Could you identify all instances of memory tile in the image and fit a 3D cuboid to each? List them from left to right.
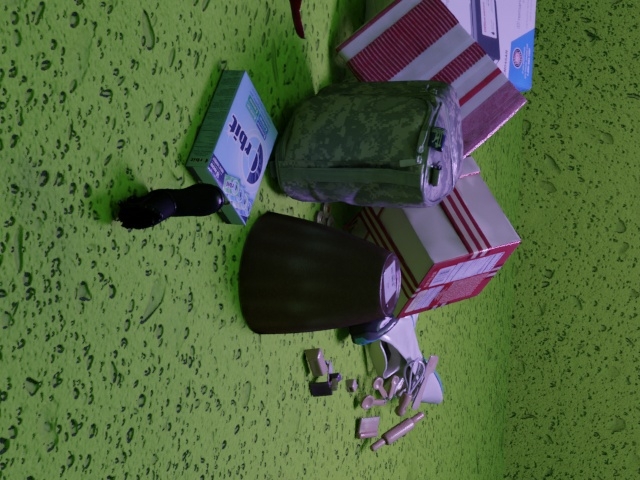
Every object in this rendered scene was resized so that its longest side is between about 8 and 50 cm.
[{"bbox_3d":[0.000,0.000,1.832,0.148,0.012,0.113,-61,147,-46],"label":"memory tile"}]

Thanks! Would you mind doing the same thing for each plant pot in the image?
[{"bbox_3d":[0.012,0.064,1.587,0.215,0.230,0.215,4,90,-68],"label":"plant pot"}]

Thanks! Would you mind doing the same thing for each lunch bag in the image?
[{"bbox_3d":[0.093,-0.157,1.647,0.256,0.305,0.212,-51,139,-56],"label":"lunch bag"}]

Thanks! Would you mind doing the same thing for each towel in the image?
[{"bbox_3d":[0.218,-0.321,1.840,0.237,0.329,0.037,-40,180,-10],"label":"towel"}]

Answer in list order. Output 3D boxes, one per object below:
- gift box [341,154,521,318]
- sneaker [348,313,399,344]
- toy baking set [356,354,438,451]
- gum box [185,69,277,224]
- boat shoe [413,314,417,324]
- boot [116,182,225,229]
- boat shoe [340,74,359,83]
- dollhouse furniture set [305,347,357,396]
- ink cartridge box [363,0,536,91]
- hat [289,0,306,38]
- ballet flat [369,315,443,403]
[{"bbox_3d":[0.209,-0.022,1.901,0.276,0.258,0.255,-9,149,-30],"label":"gift box"},{"bbox_3d":[0.122,0.079,2.054,0.139,0.125,0.341,49,46,-26],"label":"sneaker"},{"bbox_3d":[0.187,0.375,2.160,0.256,0.030,0.197,-24,125,-29],"label":"toy baking set"},{"bbox_3d":[-0.133,-0.143,1.445,0.157,0.041,0.184,62,40,-53],"label":"gum box"},{"bbox_3d":[0.223,0.171,2.344,0.063,0.066,0.184,54,41,-77],"label":"boat shoe"},{"bbox_3d":[-0.197,-0.043,1.213,0.099,0.121,0.045,-42,130,-68],"label":"boot"},{"bbox_3d":[0.068,-0.297,1.883,0.076,0.083,0.226,65,26,3],"label":"boat shoe"},{"bbox_3d":[0.020,0.239,1.853,0.081,0.091,0.114,-82,160,-53],"label":"dollhouse furniture set"},{"bbox_3d":[0.294,-0.496,2.058,0.395,0.166,0.285,5,87,-42],"label":"ink cartridge box"},{"bbox_3d":[-0.091,-0.462,1.500,0.173,0.183,0.208,-9,71,-31],"label":"hat"},{"bbox_3d":[0.184,0.294,2.218,0.400,0.139,0.139,66,35,-42],"label":"ballet flat"}]
